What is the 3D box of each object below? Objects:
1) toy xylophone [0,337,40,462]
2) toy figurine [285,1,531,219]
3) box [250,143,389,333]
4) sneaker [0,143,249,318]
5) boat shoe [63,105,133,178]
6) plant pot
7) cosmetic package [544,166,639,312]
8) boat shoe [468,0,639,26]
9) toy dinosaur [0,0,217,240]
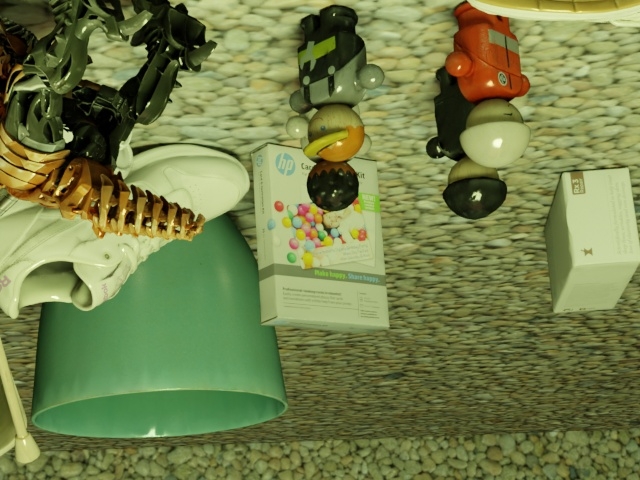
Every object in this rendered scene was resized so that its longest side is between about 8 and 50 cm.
[{"bbox_3d":[-0.399,0.119,1.808,0.081,0.323,0.236,-20,-152,-13],"label":"toy xylophone"},{"bbox_3d":[0.075,-0.106,1.426,0.209,0.148,0.213,-3,164,-5],"label":"toy figurine"},{"bbox_3d":[0.000,0.000,1.701,0.145,0.186,0.038,8,160,-34],"label":"box"},{"bbox_3d":[-0.205,0.000,1.640,0.305,0.152,0.114,-17,146,-20],"label":"sneaker"},{"bbox_3d":[-0.214,-0.104,1.532,0.063,0.066,0.184,-9,154,18],"label":"boat shoe"},{"bbox_3d":[-0.191,0.088,1.872,0.293,0.235,0.293,-4,164,-1],"label":"plant pot"},{"bbox_3d":[0.321,0.004,1.924,0.085,0.117,0.231,-5,165,0],"label":"cosmetic package"},{"bbox_3d":[0.233,-0.201,1.230,0.277,0.098,0.096,-4,163,-4],"label":"boat shoe"},{"bbox_3d":[-0.190,-0.097,1.244,0.322,0.218,0.164,35,-169,15],"label":"toy dinosaur"}]
